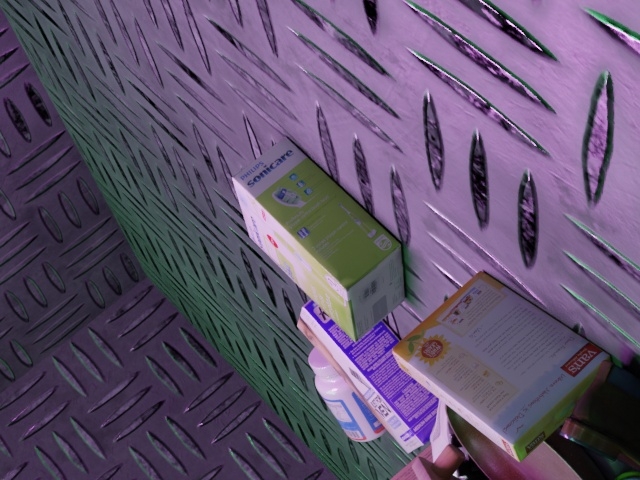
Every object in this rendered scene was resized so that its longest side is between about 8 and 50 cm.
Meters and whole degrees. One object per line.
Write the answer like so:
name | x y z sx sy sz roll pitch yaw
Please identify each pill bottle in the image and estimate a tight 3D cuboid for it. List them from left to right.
pill bottle | 0.064 0.313 2.523 0.124 0.124 0.221 29 154 55

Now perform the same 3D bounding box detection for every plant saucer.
plant saucer | 0.309 0.319 1.698 0.310 0.050 0.310 42 161 19

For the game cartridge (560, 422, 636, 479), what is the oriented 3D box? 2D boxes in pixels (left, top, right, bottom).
game cartridge | 0.333 0.288 1.746 0.355 0.068 0.230 24 155 50

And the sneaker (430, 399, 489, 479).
sneaker | 0.253 0.395 2.067 0.146 0.122 0.330 -129 36 -65

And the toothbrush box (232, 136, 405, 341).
toothbrush box | 0.000 0.000 1.943 0.283 0.122 0.206 46 165 24

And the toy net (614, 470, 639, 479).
toy net | 0.488 0.389 1.579 0.122 0.045 0.232 -23 120 34

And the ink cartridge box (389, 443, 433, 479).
ink cartridge box | 0.223 0.539 2.460 0.088 0.193 0.234 41 164 33

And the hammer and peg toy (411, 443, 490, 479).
hammer and peg toy | 0.317 0.486 1.896 0.361 0.127 0.266 32 -171 -19

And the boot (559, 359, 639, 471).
boot | 0.392 0.226 1.442 0.219 0.106 0.082 26 177 -34

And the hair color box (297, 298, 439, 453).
hair color box | 0.105 0.239 2.253 0.339 0.110 0.185 50 167 9

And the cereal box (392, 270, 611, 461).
cereal box | 0.231 0.156 1.528 0.240 0.173 0.047 37 161 44
